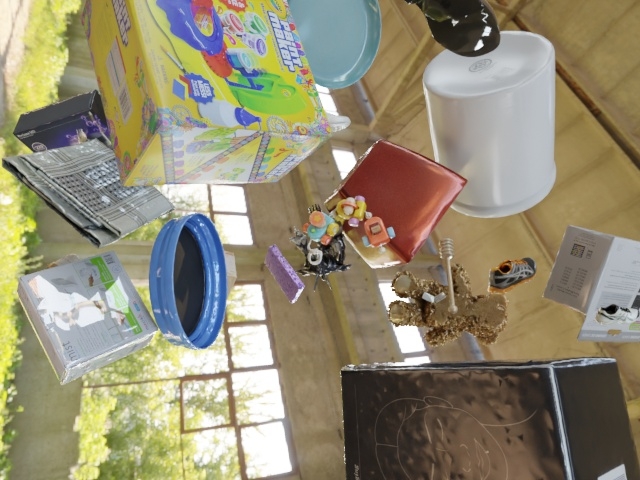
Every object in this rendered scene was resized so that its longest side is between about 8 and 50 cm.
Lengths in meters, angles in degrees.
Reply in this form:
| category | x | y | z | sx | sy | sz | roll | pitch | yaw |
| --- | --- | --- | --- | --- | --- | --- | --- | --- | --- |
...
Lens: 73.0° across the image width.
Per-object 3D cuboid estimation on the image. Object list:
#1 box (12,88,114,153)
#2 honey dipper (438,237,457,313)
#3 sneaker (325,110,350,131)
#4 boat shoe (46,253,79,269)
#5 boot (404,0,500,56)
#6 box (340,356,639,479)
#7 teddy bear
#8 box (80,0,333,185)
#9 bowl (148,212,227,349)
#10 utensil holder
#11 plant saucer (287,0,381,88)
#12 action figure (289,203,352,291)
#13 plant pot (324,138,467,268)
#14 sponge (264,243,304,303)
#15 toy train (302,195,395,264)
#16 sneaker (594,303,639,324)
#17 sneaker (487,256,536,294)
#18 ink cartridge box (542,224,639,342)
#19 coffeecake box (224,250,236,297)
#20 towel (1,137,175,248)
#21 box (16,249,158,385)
| category | x | y | z | sx | sy | sz | roll | pitch | yaw |
| --- | --- | --- | --- | --- | --- | --- | --- | --- | --- |
| box | -0.761 | -0.333 | 1.345 | 0.184 | 0.261 | 0.103 | 65 | 12 | -51 |
| honey dipper | 0.265 | 0.073 | 0.893 | 0.030 | 0.031 | 0.160 | 139 | -40 | -55 |
| sneaker | -0.011 | -0.430 | 1.533 | 0.090 | 0.235 | 0.094 | 47 | 40 | -88 |
| boat shoe | -0.793 | 0.142 | 1.369 | 0.277 | 0.098 | 0.096 | -52 | -178 | 44 |
| boot | 0.226 | -0.439 | 0.758 | 0.112 | 0.305 | 0.115 | -12 | -115 | 46 |
| box | 0.301 | 0.474 | 0.817 | 0.472 | 0.297 | 0.479 | -19 | -113 | 47 |
| teddy bear | 0.361 | 0.193 | 1.265 | 0.113 | 0.338 | 0.245 | 56 | 28 | -75 |
| box | -0.174 | -0.253 | 0.673 | 0.177 | 0.279 | 0.289 | -29 | -105 | 46 |
| bowl | -0.369 | 0.115 | 1.242 | 0.391 | 0.077 | 0.390 | -3 | 90 | -83 |
| utensil holder | 0.461 | -0.310 | 1.180 | 0.385 | 0.328 | 0.327 | 62 | -2 | -42 |
| plant saucer | 0.031 | -0.581 | 1.178 | 0.044 | 0.318 | 0.317 | 31 | -65 | 52 |
| action figure | 0.000 | 0.000 | 1.205 | 0.141 | 0.164 | 0.275 | 61 | 24 | -43 |
| plant pot | 0.168 | -0.107 | 1.142 | 0.267 | 0.236 | 0.267 | -51 | -174 | -13 |
| sponge | -0.141 | 0.128 | 1.649 | 0.210 | 0.031 | 0.117 | 53 | -36 | 22 |
| toy train | 0.043 | -0.023 | 0.784 | 0.046 | 0.166 | 0.125 | 54 | 22 | -60 |
| sneaker | 0.581 | 0.141 | 0.841 | 0.032 | 0.083 | 0.036 | -99 | 180 | -58 |
| sneaker | 0.619 | 0.096 | 1.388 | 0.084 | 0.215 | 0.083 | 12 | -59 | 54 |
| ink cartridge box | 0.761 | 0.122 | 1.152 | 0.130 | 0.310 | 0.271 | 33 | -69 | 60 |
| coffeecake box | -0.373 | 0.140 | 1.612 | 0.142 | 0.068 | 0.185 | -64 | -157 | 18 |
| towel | -0.578 | -0.142 | 1.132 | 0.056 | 0.312 | 0.324 | -45 | -175 | 25 |
| box | -0.592 | 0.187 | 1.106 | 0.262 | 0.231 | 0.127 | 54 | -45 | 12 |
